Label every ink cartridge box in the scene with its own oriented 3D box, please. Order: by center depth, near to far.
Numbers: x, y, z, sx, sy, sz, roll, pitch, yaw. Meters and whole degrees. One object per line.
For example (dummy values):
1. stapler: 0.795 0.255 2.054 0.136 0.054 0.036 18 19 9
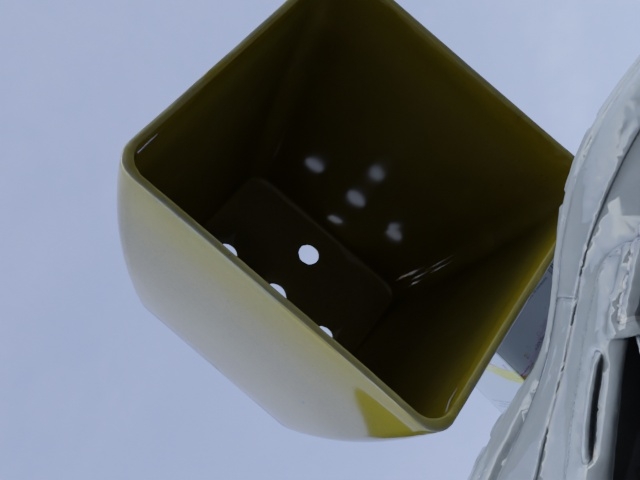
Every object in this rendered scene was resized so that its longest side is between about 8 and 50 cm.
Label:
1. ink cartridge box: 0.171 0.059 0.823 0.176 0.127 0.128 45 -105 -7

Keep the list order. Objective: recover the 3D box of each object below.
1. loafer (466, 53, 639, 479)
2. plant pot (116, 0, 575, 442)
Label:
1. loafer: 0.158 0.045 0.441 0.112 0.111 0.320 17 -88 -35
2. plant pot: 0.000 0.000 0.610 0.212 0.187 0.212 41 -124 -1
